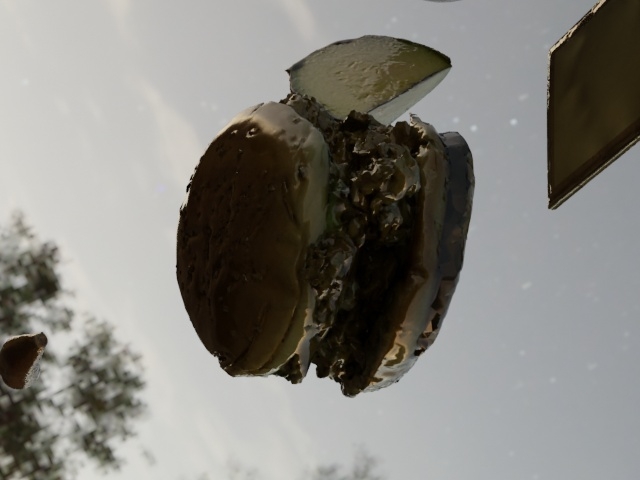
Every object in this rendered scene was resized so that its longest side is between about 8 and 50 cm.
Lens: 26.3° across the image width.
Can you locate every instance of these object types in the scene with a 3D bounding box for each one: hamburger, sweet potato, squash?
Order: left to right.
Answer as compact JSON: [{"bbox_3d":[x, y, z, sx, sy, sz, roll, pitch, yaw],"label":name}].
[{"bbox_3d":[-0.397,0.158,1.817,0.255,0.058,0.078,153,-45,-76],"label":"sweet potato"},{"bbox_3d":[0.000,0.000,0.709,0.185,0.131,0.159,-43,-144,53],"label":"hamburger"},{"bbox_3d":[0.054,-0.187,1.757,0.184,0.192,0.085,33,-36,46],"label":"squash"}]

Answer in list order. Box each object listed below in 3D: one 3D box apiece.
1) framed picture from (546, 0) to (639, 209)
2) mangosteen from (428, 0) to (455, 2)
[{"bbox_3d":[0.248,-0.146,1.107,0.231,0.010,0.173,136,-34,-55],"label":"framed picture"},{"bbox_3d":[0.133,-0.409,1.717,0.231,0.289,0.231,15,-64,35],"label":"mangosteen"}]
